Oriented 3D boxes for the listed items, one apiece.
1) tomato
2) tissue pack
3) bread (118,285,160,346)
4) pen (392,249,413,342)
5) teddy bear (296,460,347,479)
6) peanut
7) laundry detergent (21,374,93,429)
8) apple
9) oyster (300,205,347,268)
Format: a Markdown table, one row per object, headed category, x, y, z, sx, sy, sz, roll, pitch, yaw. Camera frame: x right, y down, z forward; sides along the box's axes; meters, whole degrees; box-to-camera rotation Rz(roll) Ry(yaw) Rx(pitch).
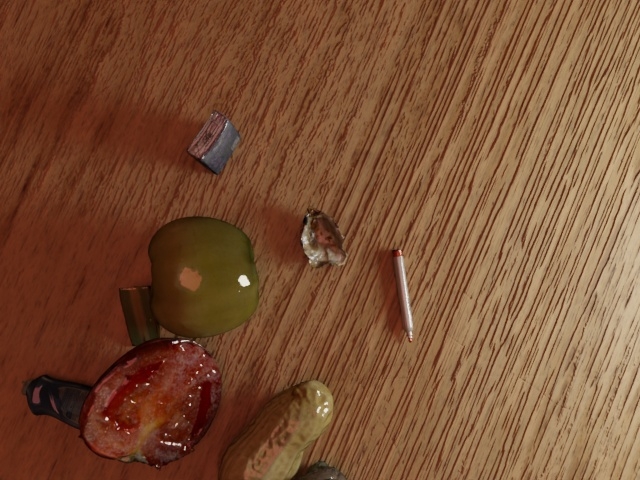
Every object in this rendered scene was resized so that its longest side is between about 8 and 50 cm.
| category | x | y | z | sx | sy | sz | roll | pitch | yaw |
| --- | --- | --- | --- | --- | --- | --- | --- | --- | --- |
| tomato | -0.383 | 0.334 | 1.385 | 0.309 | 0.170 | 0.308 | -6 | 99 | -38 |
| tissue pack | -0.235 | -0.217 | 1.425 | 0.051 | 0.156 | 0.112 | 32 | 87 | 6 |
| bread | -0.408 | 0.172 | 1.435 | 0.074 | 0.084 | 0.139 | -3 | 87 | -2 |
| pen | 0.193 | 0.129 | 1.472 | 0.026 | 0.026 | 0.218 | -8 | 86 | -1 |
| teddy bear | 0.022 | 0.625 | 1.376 | 0.236 | 0.151 | 0.267 | -25 | 97 | -29 |
| peanut | -0.092 | 0.439 | 1.394 | 0.152 | 0.152 | 0.313 | 40 | 82 | 2 |
| laundry detergent | -0.581 | 0.361 | 1.432 | 0.206 | 0.061 | 0.096 | 18 | 87 | 1 |
| apple | -0.253 | 0.078 | 1.363 | 0.263 | 0.262 | 0.262 | 0 | 86 | -1 |
| oyster | 0.003 | -0.009 | 1.466 | 0.103 | 0.051 | 0.148 | -10 | 102 | -4 |
